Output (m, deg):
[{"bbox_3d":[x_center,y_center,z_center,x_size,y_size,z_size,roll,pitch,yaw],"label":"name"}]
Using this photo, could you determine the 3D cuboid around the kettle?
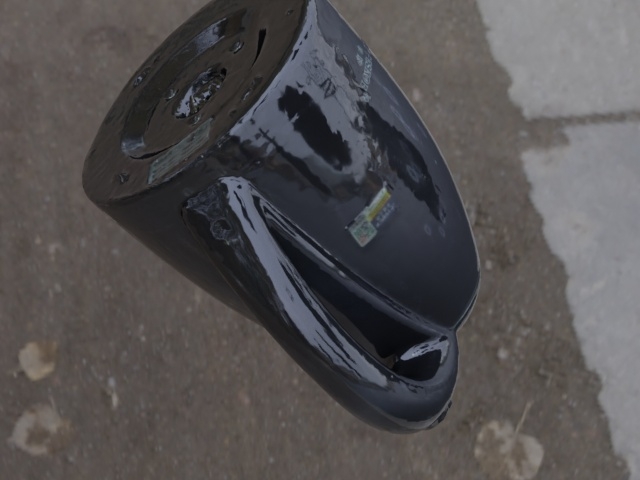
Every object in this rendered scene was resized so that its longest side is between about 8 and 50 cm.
[{"bbox_3d":[0.000,0.000,0.882,0.207,0.290,0.268,-31,32,23],"label":"kettle"}]
